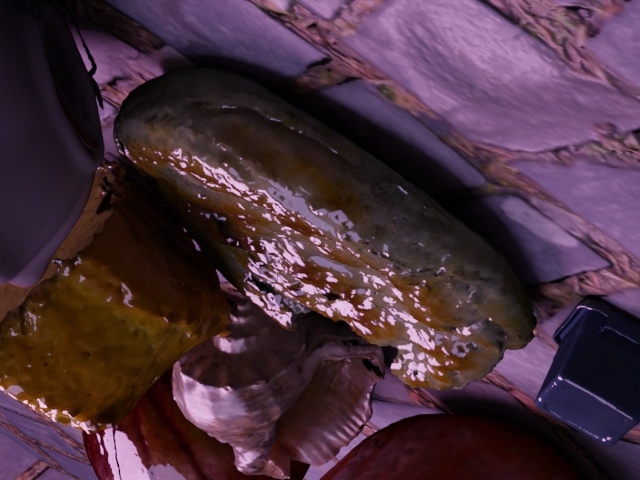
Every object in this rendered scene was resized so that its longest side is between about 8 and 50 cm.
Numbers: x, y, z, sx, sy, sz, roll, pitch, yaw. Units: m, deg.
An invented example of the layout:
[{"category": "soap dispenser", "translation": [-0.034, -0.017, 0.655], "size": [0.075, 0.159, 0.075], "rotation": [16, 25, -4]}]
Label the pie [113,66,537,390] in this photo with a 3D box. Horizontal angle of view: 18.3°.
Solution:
[{"category": "pie", "translation": [-0.002, -0.004, 1.228], "size": [0.302, 0.067, 0.302], "rotation": [29, 165, 9]}]

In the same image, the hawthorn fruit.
[{"category": "hawthorn fruit", "translation": [0.092, 0.267, 1.493], "size": [0.284, 0.284, 0.284], "rotation": [28, 163, 9]}]

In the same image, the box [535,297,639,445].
[{"category": "box", "translation": [0.172, 0.083, 1.200], "size": [0.074, 0.054, 0.099], "rotation": [28, 162, 4]}]

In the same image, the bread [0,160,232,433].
[{"category": "bread", "translation": [-0.149, 0.046, 1.369], "size": [0.147, 0.160, 0.260], "rotation": [45, 178, -15]}]

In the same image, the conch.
[{"category": "conch", "translation": [-0.027, 0.115, 1.480], "size": [0.155, 0.130, 0.207], "rotation": [-1, 132, 13]}]

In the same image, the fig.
[{"category": "fig", "translation": [-0.125, 0.123, 1.618], "size": [0.249, 0.186, 0.204], "rotation": [53, 172, -36]}]

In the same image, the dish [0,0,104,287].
[{"category": "dish", "translation": [-0.178, -0.085, 1.174], "size": [0.081, 0.229, 0.229], "rotation": [-16, 151, 7]}]
